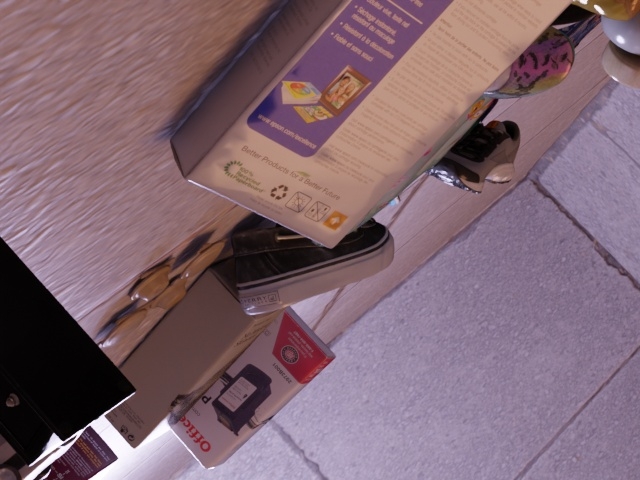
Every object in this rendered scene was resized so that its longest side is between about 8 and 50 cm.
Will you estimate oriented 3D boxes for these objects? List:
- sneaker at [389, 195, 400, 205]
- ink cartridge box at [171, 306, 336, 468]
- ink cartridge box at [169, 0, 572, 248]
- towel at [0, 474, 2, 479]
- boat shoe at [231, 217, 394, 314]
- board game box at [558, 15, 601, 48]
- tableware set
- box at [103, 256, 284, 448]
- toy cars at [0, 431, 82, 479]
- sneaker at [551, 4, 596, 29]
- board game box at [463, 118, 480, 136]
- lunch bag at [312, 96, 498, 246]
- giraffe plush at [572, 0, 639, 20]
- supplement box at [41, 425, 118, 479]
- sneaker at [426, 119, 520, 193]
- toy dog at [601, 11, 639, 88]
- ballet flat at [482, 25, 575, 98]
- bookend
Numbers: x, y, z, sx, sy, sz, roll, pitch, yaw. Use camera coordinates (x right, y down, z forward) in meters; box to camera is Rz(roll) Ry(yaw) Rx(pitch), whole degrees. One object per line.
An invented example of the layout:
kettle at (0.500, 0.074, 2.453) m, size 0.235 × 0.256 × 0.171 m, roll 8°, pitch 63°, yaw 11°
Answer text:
sneaker at (0.071, -0.076, 1.813) m, size 0.073 × 0.063 × 0.162 m, roll -27°, pitch 169°, yaw 7°
ink cartridge box at (-0.125, 0.185, 1.740) m, size 0.237 × 0.172 × 0.100 m, roll -44°, pitch 171°, yaw 3°
ink cartridge box at (0.061, -0.160, 0.976) m, size 0.176 × 0.069 × 0.371 m, roll 26°, pitch 119°, yaw -40°
towel at (-0.311, 0.266, 0.935) m, size 0.049 × 0.282 × 0.187 m, roll -7°, pitch 147°, yaw 9°
boat shoe at (0.000, 0.000, 1.567) m, size 0.121 × 0.119 × 0.335 m, roll -8°, pitch -173°, yaw 27°
board game box at (0.395, -0.346, 1.919) m, size 0.194 × 0.060 × 0.194 m, roll -43°, pitch 173°, yaw -4°
tableware set at (-0.180, 0.057, 1.375) m, size 0.141 × 0.020 × 0.168 m, roll -31°, pitch 166°, yaw -49°
box at (-0.171, 0.146, 1.598) m, size 0.275 × 0.094 × 0.113 m, roll -47°, pitch 170°, yaw 26°
toy cars at (-0.419, 0.310, 1.319) m, size 0.393 × 0.087 × 0.176 m, roll -45°, pitch 177°, yaw -8°
sneaker at (0.206, -0.249, 1.243) m, size 0.270 × 0.090 × 0.145 m, roll -29°, pitch -168°, yaw 25°
board game box at (0.243, -0.218, 1.956) m, size 0.136 × 0.030 × 0.259 m, roll -42°, pitch 172°, yaw -24°
lunch bag at (0.083, -0.118, 1.427) m, size 0.279 × 0.108 × 0.224 m, roll -37°, pitch 169°, yaw -38°
giraffe plush at (0.185, -0.279, 1.057) m, size 0.210 × 0.181 × 0.170 m, roll -7°, pitch 180°, yaw 31°
supplement box at (-0.369, 0.324, 1.602) m, size 0.104 × 0.081 × 0.188 m, roll -48°, pitch 170°, yaw 30°
sneaker at (0.258, -0.147, 2.028) m, size 0.271 × 0.100 × 0.108 m, roll -23°, pitch 134°, yaw -59°
toy dog at (0.427, -0.359, 1.670) m, size 0.333 × 0.161 × 0.220 m, roll -75°, pitch -170°, yaw -61°
ballet flat at (0.120, -0.171, 1.099) m, size 0.079 × 0.221 × 0.076 m, roll -12°, pitch 113°, yaw -43°
bookend at (-0.236, 0.105, 0.883) m, size 0.072 × 0.156 × 0.157 m, roll -35°, pitch 169°, yaw -47°
